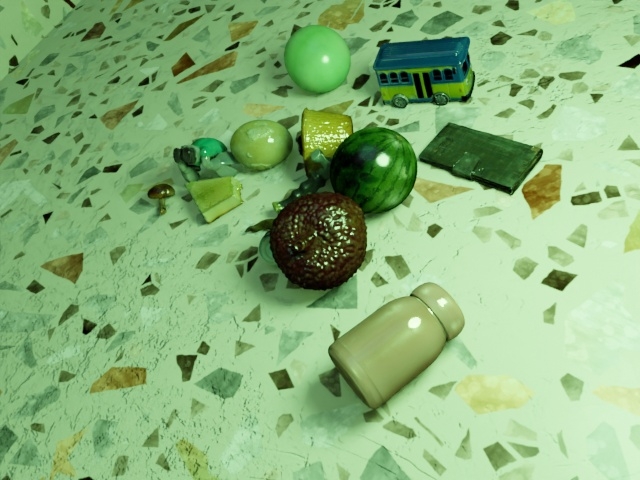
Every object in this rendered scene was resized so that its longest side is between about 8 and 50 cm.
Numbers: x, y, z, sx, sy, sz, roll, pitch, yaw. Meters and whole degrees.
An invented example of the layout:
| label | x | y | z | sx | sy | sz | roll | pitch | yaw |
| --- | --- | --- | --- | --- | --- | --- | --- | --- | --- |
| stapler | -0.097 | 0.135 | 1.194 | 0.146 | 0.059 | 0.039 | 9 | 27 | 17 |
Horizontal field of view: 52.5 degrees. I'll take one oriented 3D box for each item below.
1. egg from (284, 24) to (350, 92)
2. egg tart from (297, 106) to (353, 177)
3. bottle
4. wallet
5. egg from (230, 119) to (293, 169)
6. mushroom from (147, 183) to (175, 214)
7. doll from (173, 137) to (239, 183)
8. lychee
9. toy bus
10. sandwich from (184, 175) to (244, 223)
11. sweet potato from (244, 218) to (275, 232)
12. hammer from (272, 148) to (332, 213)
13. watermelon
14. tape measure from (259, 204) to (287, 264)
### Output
| label | x | y | z | sx | sy | sz | roll | pitch | yaw |
| --- | --- | --- | --- | --- | --- | --- | --- | --- | --- |
| egg | -0.013 | -0.623 | 2.221 | 0.220 | 0.220 | 0.270 | -29 | 48 | -3 |
| egg tart | 0.015 | -0.295 | 1.946 | 0.171 | 0.215 | 0.215 | -3 | 49 | 6 |
| bottle | 0.172 | 0.217 | 1.457 | 0.297 | 0.173 | 0.206 | -37 | 13 | -10 |
| wallet | 0.444 | -0.240 | 1.817 | 0.317 | 0.044 | 0.169 | 28 | 67 | 39 |
| egg | -0.187 | -0.304 | 2.063 | 0.201 | 0.164 | 0.164 | -7 | 48 | 4 |
| mushroom | -0.518 | -0.143 | 2.119 | 0.088 | 0.073 | 0.129 | -3 | 45 | -20 |
| doll | -0.391 | -0.255 | 2.095 | 0.195 | 0.153 | 0.258 | 8 | 12 | 44 |
| lychee | 0.000 | 0.000 | 1.667 | 0.260 | 0.260 | 0.260 | -12 | 48 | 13 |
| toy bus | 0.327 | -0.526 | 2.026 | 0.287 | 0.175 | 0.138 | 2 | 51 | 24 |
| sandwich | -0.329 | -0.155 | 2.062 | 0.162 | 0.058 | 0.193 | -32 | 45 | -9 |
| sweet potato | -0.149 | -0.045 | 1.903 | 0.153 | 0.038 | 0.041 | -5 | 27 | 21 |
| hammer | -0.037 | -0.153 | 1.901 | 0.226 | 0.159 | 0.041 | -40 | 43 | 13 |
| watermelon | 0.145 | -0.189 | 1.765 | 0.242 | 0.242 | 0.242 | -12 | 48 | 13 |
| tape measure | -0.110 | -0.012 | 1.838 | 0.107 | 0.104 | 0.180 | -22 | 29 | 19 |
